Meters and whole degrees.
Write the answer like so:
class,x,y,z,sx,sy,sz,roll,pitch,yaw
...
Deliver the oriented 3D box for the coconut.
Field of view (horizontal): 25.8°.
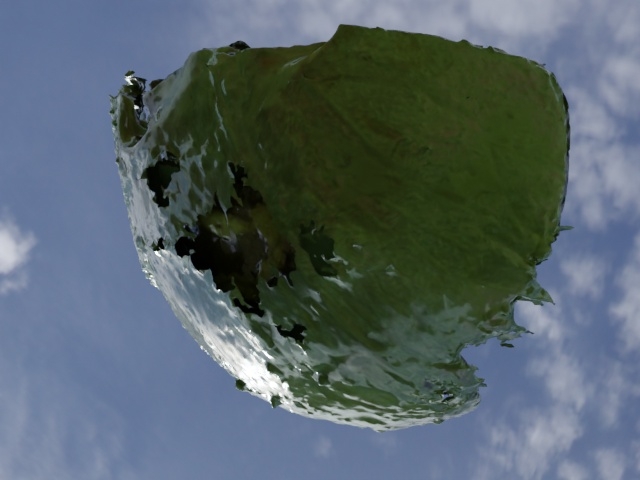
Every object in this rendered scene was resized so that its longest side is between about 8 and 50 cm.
class,x,y,z,sx,sy,sz,roll,pitch,yaw
coconut,-0.002,-0.001,0.393,0.158,0.055,0.133,-19,-85,41
